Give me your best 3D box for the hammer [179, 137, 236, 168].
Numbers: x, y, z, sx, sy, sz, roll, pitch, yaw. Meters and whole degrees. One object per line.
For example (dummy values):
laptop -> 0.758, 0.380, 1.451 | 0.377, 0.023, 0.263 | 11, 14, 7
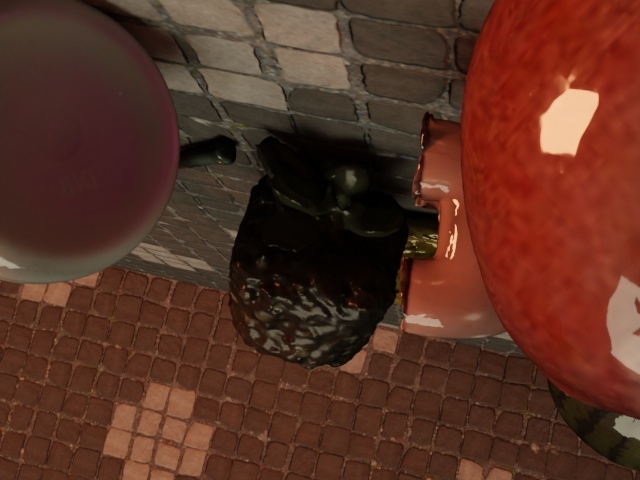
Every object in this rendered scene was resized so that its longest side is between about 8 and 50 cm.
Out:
hammer -> -0.199, -0.109, 1.180 | 0.111, 0.033, 0.288 | 20, 167, -36

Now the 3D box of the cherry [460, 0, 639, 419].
cherry -> 0.190, -0.042, 0.414 | 0.261, 0.307, 0.221 | 30, -160, 13

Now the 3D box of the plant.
plant -> 0.000, 0.000, 1.074 | 0.215, 0.213, 0.312 | 13, 133, -1

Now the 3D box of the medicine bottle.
medicine bottle -> -0.317, -0.088, 0.837 | 0.256, 0.256, 0.325 | 22, 167, -38

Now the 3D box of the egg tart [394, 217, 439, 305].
egg tart -> 0.169, 0.043, 1.305 | 0.288, 0.118, 0.288 | 9, 167, 2

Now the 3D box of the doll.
doll -> 0.205, -0.021, 0.660 | 0.269, 0.216, 0.284 | 6, 179, 9

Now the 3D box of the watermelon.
watermelon -> 0.462, 0.184, 1.210 | 0.279, 0.278, 0.359 | 9, 168, 24
